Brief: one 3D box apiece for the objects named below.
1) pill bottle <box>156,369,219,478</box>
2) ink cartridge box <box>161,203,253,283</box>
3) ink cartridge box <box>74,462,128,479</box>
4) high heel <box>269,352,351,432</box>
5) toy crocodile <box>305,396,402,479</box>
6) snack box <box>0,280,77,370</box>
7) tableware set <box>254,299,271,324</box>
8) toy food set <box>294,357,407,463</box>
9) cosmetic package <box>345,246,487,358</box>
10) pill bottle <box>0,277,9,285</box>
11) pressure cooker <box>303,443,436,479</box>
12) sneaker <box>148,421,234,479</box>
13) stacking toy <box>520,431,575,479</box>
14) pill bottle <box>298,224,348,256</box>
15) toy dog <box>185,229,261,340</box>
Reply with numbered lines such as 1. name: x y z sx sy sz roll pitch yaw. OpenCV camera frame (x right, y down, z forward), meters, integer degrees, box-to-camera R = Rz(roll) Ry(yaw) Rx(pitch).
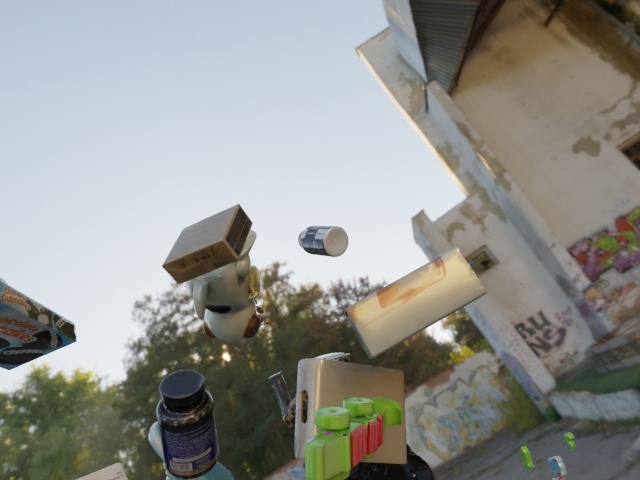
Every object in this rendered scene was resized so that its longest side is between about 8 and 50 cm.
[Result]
1. pill bottle: -0.294 0.403 1.064 0.122 0.122 0.219 -16 -62 -33
2. ink cartridge box: -0.337 0.009 1.457 0.234 0.193 0.088 -21 -59 23
3. ink cartridge box: -0.628 0.695 1.204 0.273 0.115 0.198 -44 -23 26
4. high heel: -0.003 0.428 1.350 0.261 0.186 0.093 -25 -9 18
5. toy crocodile: 0.066 0.371 0.915 0.105 0.115 0.340 -2 -8 25
6. snack box: -0.732 0.190 1.086 0.187 0.060 0.322 -23 -32 -2
7. tableware set: -0.284 0.322 2.188 0.104 0.154 0.024 -20 24 42
8. toy food set: 0.081 0.419 1.173 0.306 0.220 0.092 15 -27 -25
9. cosmetic package: 0.215 0.151 1.134 0.296 0.129 0.153 -28 -16 -6
10. pill bottle: -1.038 0.189 1.491 0.152 0.152 0.272 -16 -11 -33
11. pressure cooker: 0.132 0.812 1.331 0.369 0.375 0.421 -16 -64 -40
12. sneaker: -0.413 0.669 1.358 0.208 0.319 0.127 -38 10 12
13. stacking toy: 0.660 0.656 1.315 0.166 0.221 0.052 -11 -15 -17
14. pill bottle: 0.000 0.000 2.062 0.130 0.131 0.245 -17 11 -32
15. toy dog: -0.351 0.208 1.844 0.284 0.395 0.408 -8 -51 0
